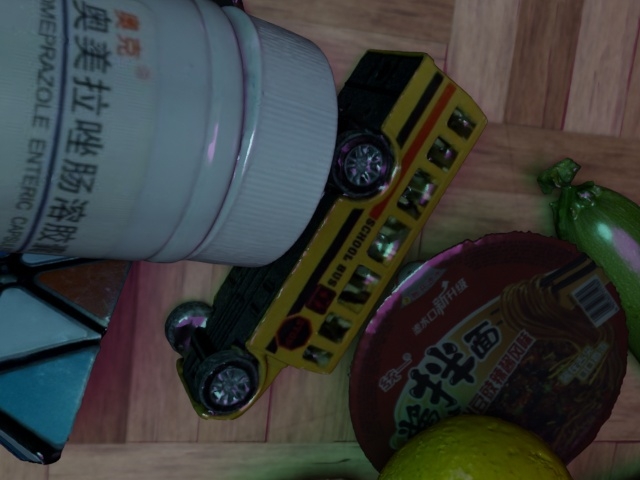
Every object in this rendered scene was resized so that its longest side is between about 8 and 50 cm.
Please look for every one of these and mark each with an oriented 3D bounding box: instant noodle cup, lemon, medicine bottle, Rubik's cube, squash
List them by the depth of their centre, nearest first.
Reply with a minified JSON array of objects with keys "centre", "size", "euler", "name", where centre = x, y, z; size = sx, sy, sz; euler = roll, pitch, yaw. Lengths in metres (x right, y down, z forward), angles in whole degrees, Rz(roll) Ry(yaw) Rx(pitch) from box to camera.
[{"centre":[-0.167,-0.084,0.455],"size":[0.332,0.190,0.190],"euler":[6,100,-35],"name":"medicine bottle"},{"centre":[-0.297,0.063,0.533],"size":[0.234,0.284,0.250],"euler":[24,129,-17],"name":"Rubik's cube"},{"centre":[0.124,0.228,0.552],"size":[0.173,0.206,0.173],"euler":[3,96,27],"name":"lemon"},{"centre":[0.148,0.109,0.662],"size":[0.274,0.091,0.274],"euler":[-3,107,-11],"name":"instant noodle cup"},{"centre":[0.339,0.068,0.705],"size":[0.101,0.101,0.378],"euler":[-41,106,-3],"name":"squash"}]

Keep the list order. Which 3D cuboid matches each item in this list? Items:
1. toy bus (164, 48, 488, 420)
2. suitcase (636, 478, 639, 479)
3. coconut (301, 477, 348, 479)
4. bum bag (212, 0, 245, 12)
[{"centre":[0.000,0.000,0.600],"size":[0.123,0.121,0.335],"euler":[30,92,-30],"name":"toy bus"},{"centre":[0.348,0.394,0.715],"size":[0.434,0.194,0.283],"euler":[-19,104,-9],"name":"suitcase"},{"centre":[-0.010,0.306,0.625],"size":[0.194,0.194,0.194],"euler":[-3,101,-13],"name":"coconut"},{"centre":[-0.119,-0.187,0.577],"size":[0.124,0.034,0.058],"euler":[7,110,-14],"name":"bum bag"}]
